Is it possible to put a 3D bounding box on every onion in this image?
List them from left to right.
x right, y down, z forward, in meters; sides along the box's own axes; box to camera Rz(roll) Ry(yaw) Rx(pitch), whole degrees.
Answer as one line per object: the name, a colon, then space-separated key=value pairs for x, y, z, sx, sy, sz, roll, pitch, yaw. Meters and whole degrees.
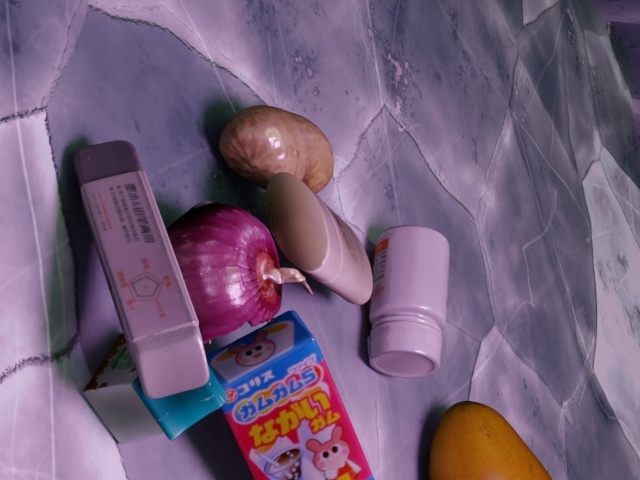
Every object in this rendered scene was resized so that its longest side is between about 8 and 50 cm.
onion: x=-0.143 y=0.039 z=1.574 sx=0.207 sy=0.201 sz=0.200 roll=-28 pitch=103 yaw=-40

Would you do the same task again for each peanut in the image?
peanut: x=-0.062 y=-0.138 z=1.817 sx=0.253 sy=0.122 sz=0.137 roll=3 pitch=77 yaw=-62

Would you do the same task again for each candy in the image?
candy: x=-0.041 y=0.265 z=1.607 sx=0.100 sy=0.157 sz=0.306 roll=45 pitch=-22 yaw=60

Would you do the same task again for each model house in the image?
model house: x=-0.199 y=0.178 z=1.449 sx=0.100 sy=0.149 sz=0.127 roll=63 pitch=33 yaw=-27

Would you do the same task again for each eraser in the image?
eraser: x=-0.228 y=0.027 z=1.429 sx=0.061 sy=0.089 sz=0.352 roll=101 pitch=-29 yaw=-57

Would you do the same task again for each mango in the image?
mango: x=0.320 y=0.478 z=2.108 sx=0.264 sy=0.221 sz=0.378 roll=-11 pitch=78 yaw=-54

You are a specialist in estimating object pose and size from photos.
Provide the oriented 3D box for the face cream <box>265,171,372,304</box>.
face cream: x=0.000 y=0.000 z=1.778 sx=0.173 sy=0.081 sz=0.348 roll=65 pitch=7 yaw=16

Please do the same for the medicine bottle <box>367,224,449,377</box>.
medicine bottle: x=0.158 y=0.109 z=2.050 sx=0.144 sy=0.144 sz=0.252 roll=41 pitch=43 yaw=-44
